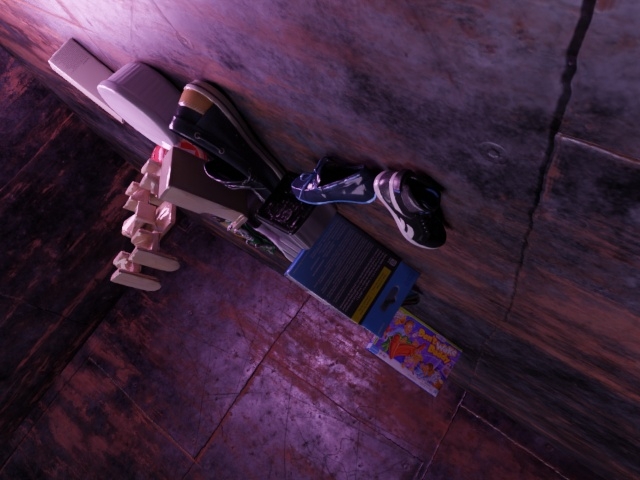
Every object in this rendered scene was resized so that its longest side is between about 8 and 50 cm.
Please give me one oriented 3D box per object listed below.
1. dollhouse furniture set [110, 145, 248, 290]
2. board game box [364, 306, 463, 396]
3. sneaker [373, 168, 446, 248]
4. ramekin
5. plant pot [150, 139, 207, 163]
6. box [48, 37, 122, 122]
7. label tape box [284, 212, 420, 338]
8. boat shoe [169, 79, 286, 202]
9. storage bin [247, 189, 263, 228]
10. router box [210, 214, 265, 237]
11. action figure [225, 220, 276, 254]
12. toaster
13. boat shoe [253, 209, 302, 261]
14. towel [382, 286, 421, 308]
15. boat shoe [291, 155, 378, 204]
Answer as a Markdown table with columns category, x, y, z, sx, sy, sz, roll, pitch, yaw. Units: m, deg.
| category | x | y | z | sx | sy | sz | roll | pitch | yaw |
| --- | --- | --- | --- | --- | --- | --- | --- | --- | --- |
| dollhouse furniture set | -0.445 | -0.077 | 1.455 | 0.256 | 0.362 | 0.394 | 22 | 135 | -35 |
| board game box | 0.401 | 0.469 | 1.970 | 0.347 | 0.233 | 0.078 | 35 | 168 | 0 |
| sneaker | 0.204 | -0.050 | 0.899 | 0.217 | 0.079 | 0.121 | 42 | 167 | -25 |
| ramekin | -0.495 | -0.395 | 1.339 | 0.272 | 0.127 | 0.273 | 33 | 167 | 9 |
| plant pot | -0.506 | -0.282 | 1.649 | 0.191 | 0.191 | 0.174 | 40 | 164 | -21 |
| box | -0.750 | -0.532 | 1.540 | 0.275 | 0.113 | 0.094 | 41 | 167 | -19 |
| label tape box | 0.094 | 0.103 | 1.386 | 0.333 | 0.241 | 0.106 | 36 | 167 | -3 |
| boat shoe | -0.237 | -0.216 | 1.274 | 0.186 | 0.156 | 0.500 | 25 | 166 | 32 |
| storage bin | -0.276 | -0.128 | 1.772 | 0.084 | 0.122 | 0.180 | 43 | 165 | -34 |
| router box | -0.443 | -0.089 | 2.457 | 0.243 | 0.081 | 0.309 | 40 | 166 | -22 |
| action figure | -0.252 | -0.005 | 1.770 | 0.137 | 0.064 | 0.232 | 16 | 166 | 47 |
| toaster | -0.059 | -0.084 | 1.275 | 0.185 | 0.168 | 0.110 | 27 | 168 | 38 |
| boat shoe | -0.143 | -0.024 | 1.896 | 0.335 | 0.121 | 0.119 | 41 | -169 | -8 |
| towel | 0.135 | 0.145 | 1.599 | 0.370 | 0.040 | 0.271 | 26 | -162 | 40 |
| boat shoe | 0.028 | -0.144 | 1.026 | 0.258 | 0.109 | 0.089 | 0 | 139 | 41 |
